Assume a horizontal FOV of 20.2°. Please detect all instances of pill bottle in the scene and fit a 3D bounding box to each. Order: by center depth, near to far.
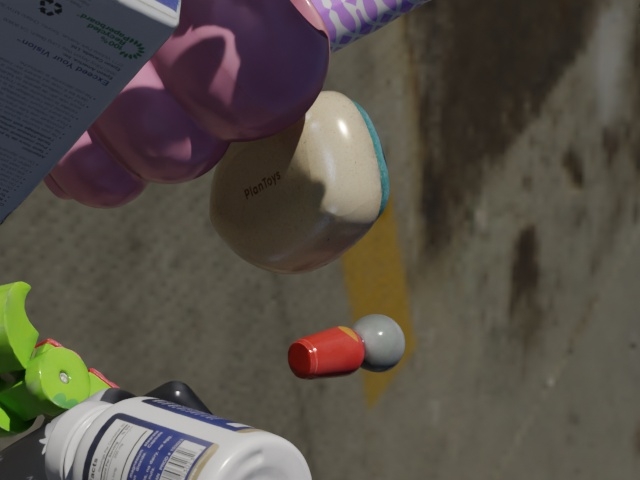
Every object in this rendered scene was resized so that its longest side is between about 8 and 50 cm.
[{"bbox_3d":[-0.093,0.148,1.106,0.094,0.169,0.094,-10,105,-43],"label":"pill bottle"}]

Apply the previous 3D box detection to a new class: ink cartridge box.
[{"bbox_3d":[-0.323,-0.152,1.326,0.324,0.330,0.071,25,45,-26],"label":"ink cartridge box"}]

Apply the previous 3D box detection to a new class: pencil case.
[{"bbox_3d":[0.028,-0.268,2.024,0.088,0.206,0.086,61,-1,9],"label":"pencil case"}]

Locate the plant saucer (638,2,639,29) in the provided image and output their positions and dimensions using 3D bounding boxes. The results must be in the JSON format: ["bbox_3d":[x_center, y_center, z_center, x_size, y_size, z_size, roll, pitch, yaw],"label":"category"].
[{"bbox_3d":[0.397,-0.185,1.337,0.317,0.317,0.044,-55,147,-48],"label":"plant saucer"}]

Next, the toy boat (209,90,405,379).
[{"bbox_3d":[0.000,0.000,2.008,0.148,0.267,0.318,-9,83,-41],"label":"toy boat"}]

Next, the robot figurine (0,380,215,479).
[{"bbox_3d":[-0.206,0.241,1.576,0.173,0.278,0.209,59,8,6],"label":"robot figurine"}]

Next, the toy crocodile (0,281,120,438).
[{"bbox_3d":[-0.233,0.182,1.806,0.340,0.115,0.105,46,42,-22],"label":"toy crocodile"}]

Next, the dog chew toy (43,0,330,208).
[{"bbox_3d":[-0.154,-0.154,1.861,0.206,0.332,0.206,49,14,-17],"label":"dog chew toy"}]
